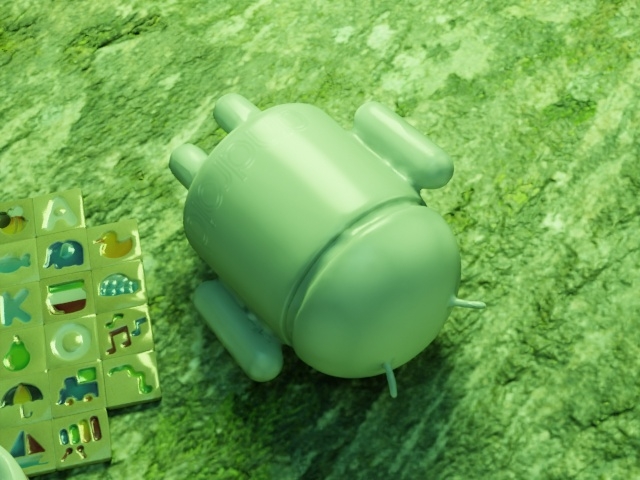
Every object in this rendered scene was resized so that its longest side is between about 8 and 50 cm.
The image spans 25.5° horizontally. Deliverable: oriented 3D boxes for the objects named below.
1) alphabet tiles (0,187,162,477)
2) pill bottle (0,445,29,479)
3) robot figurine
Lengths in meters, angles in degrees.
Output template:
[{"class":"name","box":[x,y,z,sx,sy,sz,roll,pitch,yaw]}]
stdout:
[{"class":"alphabet tiles","box":[-0.323,0.097,1.513,0.285,0.011,0.342,-12,57,-2]},{"class":"pill bottle","box":[-0.296,0.290,1.222,0.160,0.283,0.160,-2,57,4]},{"class":"robot figurine","box":[0.000,0.000,1.432,0.353,0.200,0.300,43,98,27]}]
